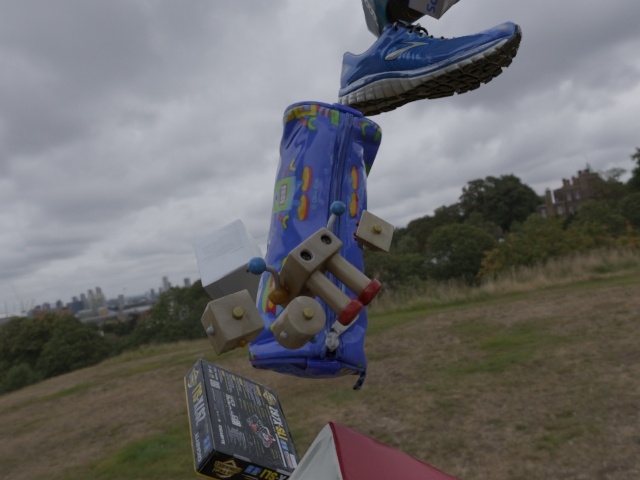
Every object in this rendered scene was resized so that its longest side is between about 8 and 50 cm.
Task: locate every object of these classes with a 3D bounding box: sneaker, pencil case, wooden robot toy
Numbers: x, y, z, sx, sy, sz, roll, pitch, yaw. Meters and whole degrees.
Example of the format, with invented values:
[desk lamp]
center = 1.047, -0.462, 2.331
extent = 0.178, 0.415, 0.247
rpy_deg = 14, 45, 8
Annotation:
[sneaker]
center = 0.169, -0.321, 0.833
extent = 0.330, 0.147, 0.130
rpy_deg = -5, 0, 31
[pencil case]
center = 0.000, 0.000, 0.527
extent = 0.119, 0.306, 0.133
rpy_deg = 11, -15, -22
[wooden robot toy]
center = -0.012, 0.040, 0.363
extent = 0.173, 0.076, 0.079
rpy_deg = -37, -10, -40

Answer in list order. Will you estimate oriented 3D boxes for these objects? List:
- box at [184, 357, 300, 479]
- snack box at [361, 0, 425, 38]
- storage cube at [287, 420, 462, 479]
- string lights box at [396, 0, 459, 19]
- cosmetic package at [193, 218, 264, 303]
[box]
center = -0.191, 0.447, 1.171
extent = 0.257, 0.079, 0.322
rpy_deg = 35, 8, -29
[snack box]
center = 0.141, -0.522, 0.811
extent = 0.187, 0.060, 0.322
rpy_deg = -34, -33, -3
[storage cube]
center = 0.054, 0.323, 0.448
extent = 0.193, 0.215, 0.183
rpy_deg = 29, 9, -14
[string lights box]
center = 0.076, -0.382, 0.602
extent = 0.133, 0.259, 0.077
rpy_deg = -47, -22, -28
[cosmetic package]
center = -0.235, 0.074, 1.324
extent = 0.151, 0.184, 0.151
rpy_deg = -27, -46, 0
